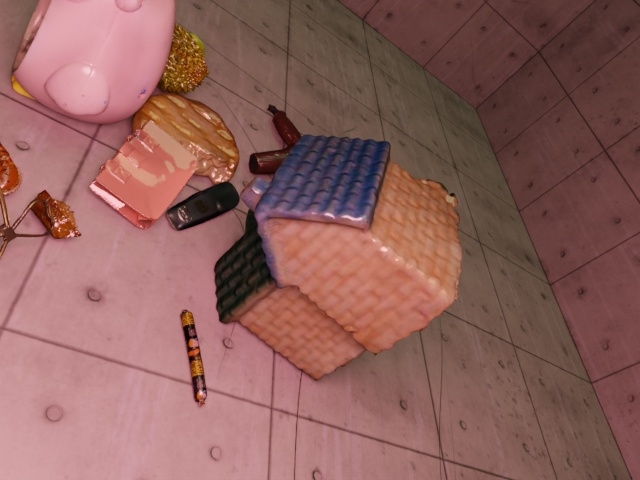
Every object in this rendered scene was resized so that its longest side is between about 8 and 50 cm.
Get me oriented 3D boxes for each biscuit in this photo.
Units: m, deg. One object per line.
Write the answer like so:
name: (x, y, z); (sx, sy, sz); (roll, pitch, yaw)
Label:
biscuit: (-0.331, -0.262, 1.276); (0.274, 0.091, 0.213); (26, 43, -26)

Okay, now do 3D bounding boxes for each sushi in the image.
sushi: (-0.483, -0.047, 0.931); (0.060, 0.061, 0.118); (-36, 90, -30)

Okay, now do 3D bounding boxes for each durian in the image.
durian: (-0.401, -0.492, 1.337); (0.237, 0.176, 0.200); (57, -11, 35)

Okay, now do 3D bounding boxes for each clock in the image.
clock: (-0.452, -0.440, 1.076); (0.250, 0.377, 0.368); (23, 45, -38)

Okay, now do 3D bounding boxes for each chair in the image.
chair: (-0.590, -0.124, 0.792); (0.170, 0.325, 0.160); (14, 43, 29)

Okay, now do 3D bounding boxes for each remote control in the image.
remote control: (-0.271, -0.083, 1.199); (0.222, 0.042, 0.072); (-37, 101, -53)

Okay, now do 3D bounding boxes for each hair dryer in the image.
hair dryer: (-0.127, -0.318, 1.567); (0.312, 0.123, 0.340); (-7, 50, -37)

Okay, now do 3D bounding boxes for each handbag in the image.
handbag: (-0.374, -0.145, 1.092); (0.157, 0.059, 0.212); (41, 48, -21)

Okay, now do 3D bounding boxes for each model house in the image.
model house: (0.000, 0.000, 1.062); (0.400, 0.445, 0.395); (37, 37, -15)

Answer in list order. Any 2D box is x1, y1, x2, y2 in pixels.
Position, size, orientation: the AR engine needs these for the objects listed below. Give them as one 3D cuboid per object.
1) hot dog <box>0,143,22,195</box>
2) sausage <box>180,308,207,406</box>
hot dog: (-0.613, -0.151, 0.901); (0.192, 0.053, 0.099); (48, 43, 4)
sausage: (-0.241, 0.217, 0.963); (0.028, 0.025, 0.198); (14, 46, -42)
